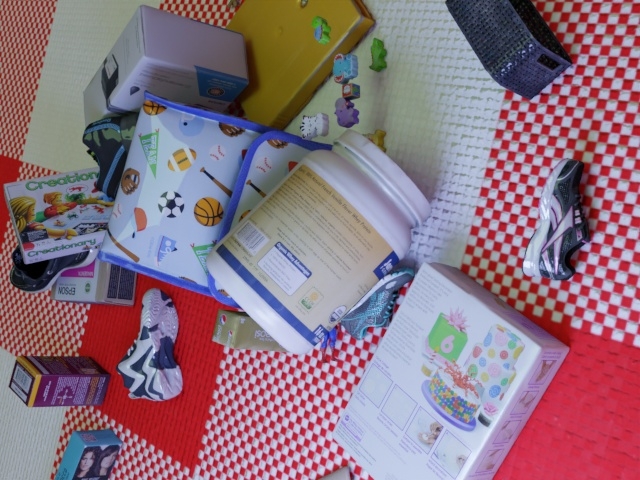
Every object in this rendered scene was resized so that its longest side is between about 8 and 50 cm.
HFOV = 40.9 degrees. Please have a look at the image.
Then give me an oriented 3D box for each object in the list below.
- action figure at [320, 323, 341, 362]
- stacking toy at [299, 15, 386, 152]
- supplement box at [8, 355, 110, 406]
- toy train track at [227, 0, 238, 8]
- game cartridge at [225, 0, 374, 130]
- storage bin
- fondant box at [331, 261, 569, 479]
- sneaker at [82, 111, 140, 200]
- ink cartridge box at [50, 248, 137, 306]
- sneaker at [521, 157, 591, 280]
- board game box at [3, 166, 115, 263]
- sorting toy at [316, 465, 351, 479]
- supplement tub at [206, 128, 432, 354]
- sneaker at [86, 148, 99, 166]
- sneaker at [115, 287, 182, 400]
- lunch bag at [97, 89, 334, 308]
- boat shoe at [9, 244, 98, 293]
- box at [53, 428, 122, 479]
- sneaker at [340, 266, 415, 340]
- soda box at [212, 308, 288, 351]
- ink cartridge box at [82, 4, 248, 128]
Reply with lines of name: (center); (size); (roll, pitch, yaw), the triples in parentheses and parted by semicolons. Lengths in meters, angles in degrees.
action figure: (0.017, 0.157, 1.511); (0.038, 0.030, 0.115); (-14, 68, 35)
stacking toy: (0.042, -0.258, 1.467); (0.052, 0.167, 0.221); (-6, 79, 42)
supplement box: (-0.585, 0.316, 1.932); (0.104, 0.188, 0.080); (27, 102, 42)
toy train track: (-0.186, -0.526, 1.835); (0.048, 0.014, 0.083); (-48, 48, 35)
game cartridge: (-0.064, -0.401, 1.678); (0.323, 0.053, 0.285); (-46, 55, 31)
storage bin: (0.280, -0.311, 1.285); (0.084, 0.122, 0.180); (-42, 56, 30)
fondant box: (0.185, 0.233, 1.295); (0.238, 0.096, 0.330); (39, 110, 40)
sneaker: (-0.376, -0.108, 1.763); (0.140, 0.340, 0.125); (-3, 34, 11)
ink cartridge box: (-0.524, 0.051, 1.994); (0.235, 0.088, 0.193); (-2, 80, 42)
sneaker: (0.351, -0.025, 1.217); (0.077, 0.072, 0.178); (19, 104, 31)
board game box: (-0.510, -0.068, 1.867); (0.193, 0.305, 0.053); (61, 153, 31)
sorting toy: (0.010, 0.512, 1.452); (0.193, 0.038, 0.208); (-36, 55, 33)
supplement tub: (0.000, 0.000, 1.364); (0.316, 0.228, 0.228); (-45, 51, -3)
sneaker: (-0.514, -0.190, 2.033); (0.067, 0.078, 0.188); (-37, 60, 33)
sneaker: (-0.378, 0.228, 1.820); (0.153, 0.094, 0.234); (-17, 81, 31)
lunch bag: (-0.162, -0.061, 1.552); (0.386, 0.239, 0.327); (19, 96, 8)
boat shoe: (-0.646, 0.041, 1.970); (0.340, 0.113, 0.127); (-15, 73, 42)
box: (-0.533, 0.539, 1.906); (0.060, 0.101, 0.244); (33, 106, 40)
sneaker: (0.100, 0.107, 1.431); (0.166, 0.065, 0.076); (-38, 83, 27)
soda box: (-0.100, 0.161, 1.513); (0.061, 0.181, 0.058); (13, 91, 44)
ink cartridge box: (-0.317, -0.307, 1.728); (0.307, 0.223, 0.129); (-37, 54, 47)
